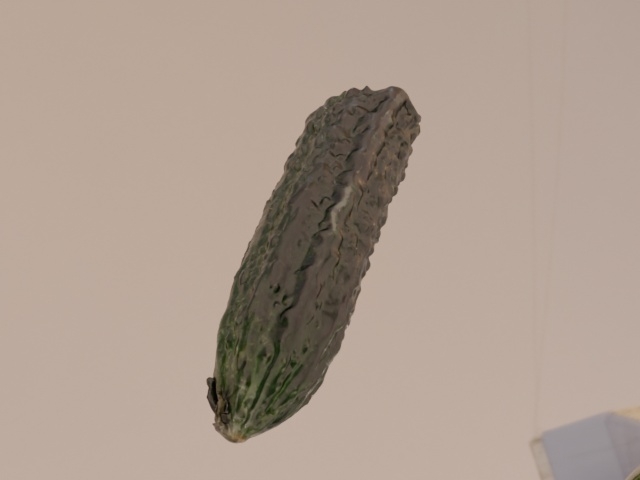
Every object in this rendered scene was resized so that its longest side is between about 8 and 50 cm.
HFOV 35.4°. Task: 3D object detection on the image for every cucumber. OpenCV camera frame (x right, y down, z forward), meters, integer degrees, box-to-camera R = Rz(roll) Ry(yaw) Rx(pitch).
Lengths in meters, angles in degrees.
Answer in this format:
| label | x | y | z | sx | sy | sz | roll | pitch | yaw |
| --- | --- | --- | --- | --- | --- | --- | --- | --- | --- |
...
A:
| label | x | y | z | sx | sy | sz | roll | pitch | yaw |
| --- | --- | --- | --- | --- | --- | --- | --- | --- | --- |
| cucumber | -0.001 | -0.001 | 0.554 | 0.077 | 0.077 | 0.265 | 41 | -144 | -15 |

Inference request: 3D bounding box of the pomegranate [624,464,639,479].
| label | x | y | z | sx | sy | sz | roll | pitch | yaw |
| --- | --- | --- | --- | --- | --- | --- | --- | --- | --- |
| pomegranate | 0.205 | 0.119 | 0.289 | 0.260 | 0.260 | 0.341 | 23 | -101 | -28 |
